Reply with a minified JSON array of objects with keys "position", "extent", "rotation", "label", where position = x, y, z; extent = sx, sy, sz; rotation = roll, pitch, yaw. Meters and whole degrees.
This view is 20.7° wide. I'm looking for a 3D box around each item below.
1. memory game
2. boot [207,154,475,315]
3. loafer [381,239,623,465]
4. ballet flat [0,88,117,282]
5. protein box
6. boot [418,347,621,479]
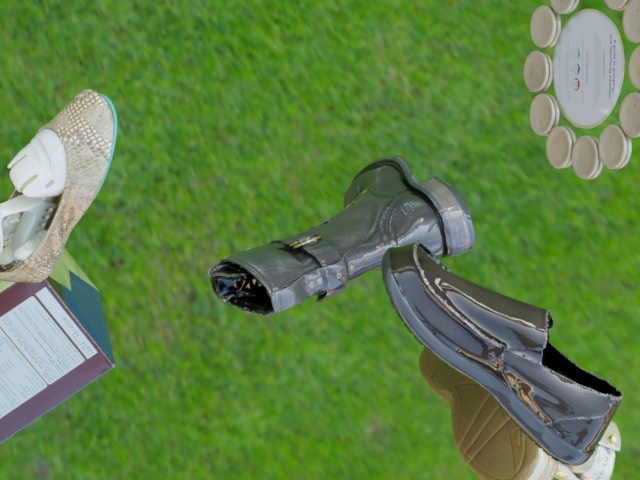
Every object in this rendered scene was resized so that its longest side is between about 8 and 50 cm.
[{"position":[0.223,-0.142,1.442],"extent":[0.012,0.186,0.186],"rotation":[-1,120,-28],"label":"memory game"},{"position":[0.000,0.000,1.649],"extent":[0.229,0.263,0.091],"rotation":[-20,102,-16],"label":"boot"},{"position":[0.140,0.070,1.319],"extent":[0.220,0.080,0.078],"rotation":[42,111,-4],"label":"loafer"},{"position":[-0.225,-0.036,1.412],"extent":[0.067,0.073,0.206],"rotation":[-12,142,-40],"label":"ballet flat"},{"position":[-0.335,0.096,1.774],"extent":[0.201,0.200,0.136],"rotation":[-34,114,2],"label":"protein box"},{"position":[0.216,0.192,1.698],"extent":[0.203,0.262,0.095],"rotation":[33,100,-26],"label":"boot"}]
